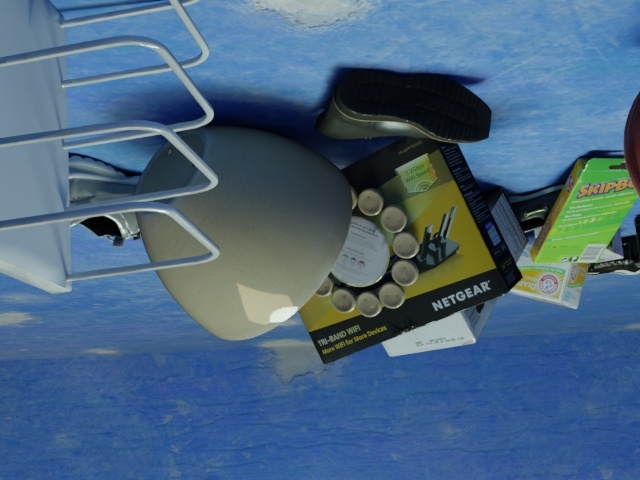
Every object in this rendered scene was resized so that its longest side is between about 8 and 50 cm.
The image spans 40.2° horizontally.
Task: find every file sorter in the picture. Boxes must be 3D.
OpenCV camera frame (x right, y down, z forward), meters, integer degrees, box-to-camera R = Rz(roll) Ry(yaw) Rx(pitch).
[{"bbox_3d":[-0.189,-0.117,0.730,0.173,0.277,0.193,-7,165,7],"label":"file sorter"}]

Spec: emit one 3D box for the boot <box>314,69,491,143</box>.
[{"bbox_3d":[0.098,-0.153,1.088,0.198,0.077,0.137,14,166,-13],"label":"boot"}]

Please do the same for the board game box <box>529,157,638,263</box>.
[{"bbox_3d":[0.448,-0.052,1.446,0.124,0.039,0.259,-1,143,-12],"label":"board game box"}]

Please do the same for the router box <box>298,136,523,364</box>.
[{"bbox_3d":[0.087,0.008,1.218,0.309,0.243,0.081,-27,180,30],"label":"router box"}]

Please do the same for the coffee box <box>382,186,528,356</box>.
[{"bbox_3d":[0.212,0.048,1.453,0.168,0.119,0.297,-16,-157,38],"label":"coffee box"}]

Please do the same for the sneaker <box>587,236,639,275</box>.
[{"bbox_3d":[0.622,0.039,1.910,0.121,0.079,0.217,5,165,-34],"label":"sneaker"}]

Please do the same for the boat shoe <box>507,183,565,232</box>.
[{"bbox_3d":[0.398,-0.051,1.530,0.228,0.068,0.081,-13,162,35],"label":"boat shoe"}]

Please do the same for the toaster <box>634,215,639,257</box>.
[{"bbox_3d":[0.702,0.011,1.657,0.110,0.168,0.186,0,167,-25],"label":"toaster"}]

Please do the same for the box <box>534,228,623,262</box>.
[{"bbox_3d":[0.511,-0.013,1.717,0.067,0.063,0.324,-15,162,35],"label":"box"}]

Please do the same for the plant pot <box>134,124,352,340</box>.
[{"bbox_3d":[-0.127,-0.040,1.135,0.284,0.284,0.191,-15,139,38],"label":"plant pot"}]

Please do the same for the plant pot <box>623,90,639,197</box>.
[{"bbox_3d":[0.454,-0.147,0.834,0.272,0.272,0.265,-5,158,6],"label":"plant pot"}]

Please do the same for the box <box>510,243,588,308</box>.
[{"bbox_3d":[0.426,0.063,1.786,0.203,0.103,0.114,13,177,33],"label":"box"}]

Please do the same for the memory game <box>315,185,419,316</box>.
[{"bbox_3d":[0.049,0.015,1.185,0.186,0.186,0.012,-12,-174,30],"label":"memory game"}]

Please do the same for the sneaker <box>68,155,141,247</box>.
[{"bbox_3d":[-0.296,-0.039,1.326,0.105,0.115,0.281,-16,161,40],"label":"sneaker"}]
